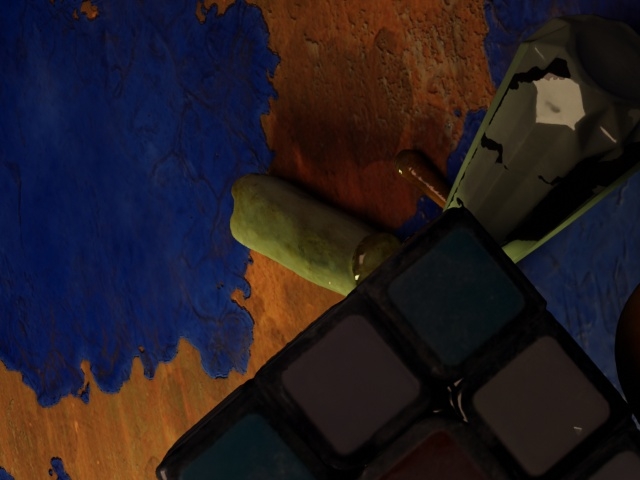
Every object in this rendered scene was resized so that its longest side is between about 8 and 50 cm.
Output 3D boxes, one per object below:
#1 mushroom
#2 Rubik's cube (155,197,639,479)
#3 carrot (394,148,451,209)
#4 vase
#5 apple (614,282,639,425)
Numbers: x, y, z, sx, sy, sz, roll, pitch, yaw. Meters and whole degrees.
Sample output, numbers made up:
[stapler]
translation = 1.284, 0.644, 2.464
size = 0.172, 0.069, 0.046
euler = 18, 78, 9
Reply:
[mushroom]
translation = 0.000, 0.000, 2.003
size = 0.312, 0.081, 0.100
euler = 27, 117, 49
[Rubik's cube]
translation = 0.088, 0.213, 1.537
size = 0.359, 0.363, 0.362
euler = 51, 179, 0
[carrot]
translation = 0.115, -0.067, 1.879
size = 0.093, 0.032, 0.032
euler = 46, 132, 30
[vase]
translation = 0.201, -0.060, 1.682
size = 0.165, 0.165, 0.360
euler = 60, 142, 22
[apple]
translation = 0.360, 0.099, 1.470
size = 0.188, 0.211, 0.211
euler = 177, 83, -73
